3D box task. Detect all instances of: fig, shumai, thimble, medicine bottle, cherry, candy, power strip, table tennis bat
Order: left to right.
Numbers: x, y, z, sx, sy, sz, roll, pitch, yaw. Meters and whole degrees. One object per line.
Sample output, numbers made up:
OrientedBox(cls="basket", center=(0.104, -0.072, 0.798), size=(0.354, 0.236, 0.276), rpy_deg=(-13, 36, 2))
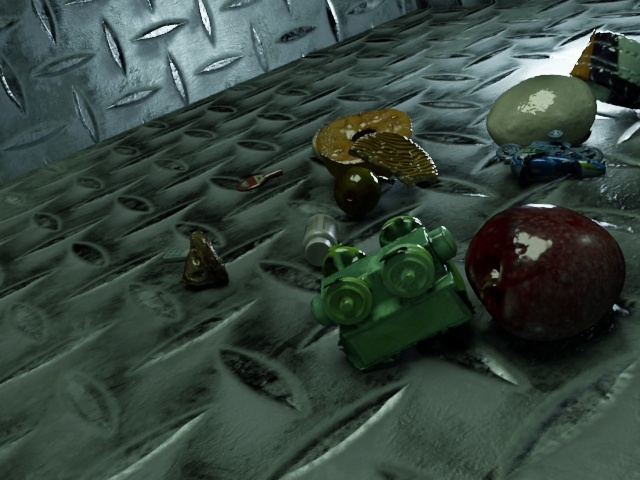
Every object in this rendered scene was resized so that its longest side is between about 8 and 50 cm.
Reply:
OrientedBox(cls="power strip", center=(-0.370, 0.039, 1.861), size=(0.090, 0.016, 0.040), rpy_deg=(-5, 26, 24))
OrientedBox(cls="shumai", center=(-0.276, 0.052, 1.663), size=(0.139, 0.123, 0.105), rpy_deg=(16, 49, 29))
OrientedBox(cls="table tennis bat", center=(-0.191, -0.190, 2.237), size=(0.154, 0.019, 0.098), rpy_deg=(-22, 25, -5))
OrientedBox(cls="medicine bottle", center=(0.000, 0.000, 1.633), size=(0.079, 0.079, 0.140), rpy_deg=(-13, 24, 9))
OrientedBox(cls="fig", center=(0.126, -0.143, 1.830), size=(0.124, 0.124, 0.236), rpy_deg=(2, 19, 35))
OrientedBox(cls="candy", center=(0.575, -0.338, 1.858), size=(0.295, 0.185, 0.296), rpy_deg=(-11, 30, 7))
OrientedBox(cls="cherry", center=(0.370, 0.048, 1.157), size=(0.300, 0.203, 0.230), rpy_deg=(-3, 26, -23))
OrientedBox(cls="thimble", center=(0.791, -0.446, 1.894), size=(0.237, 0.150, 0.237), rpy_deg=(26, 9, -5))

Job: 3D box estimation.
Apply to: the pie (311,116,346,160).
OrientedBox(cls="pie", center=(0.120, -0.323, 2.250), size=(0.337, 0.075, 0.338), rpy_deg=(-13, 30, 8))

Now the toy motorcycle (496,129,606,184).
OrientedBox(cls="toy motorcycle", center=(0.539, -0.188, 1.680), size=(0.254, 0.092, 0.136), rpy_deg=(4, 40, 21))

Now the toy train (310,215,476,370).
OrientedBox(cls="toy train", center=(0.119, 0.085, 1.207), size=(0.271, 0.188, 0.159), rpy_deg=(-29, 21, 15))

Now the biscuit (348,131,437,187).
OrientedBox(cls="biscuit", center=(0.187, -0.212, 1.843), size=(0.228, 0.031, 0.176), rpy_deg=(-1, 56, -19))

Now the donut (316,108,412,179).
OrientedBox(cls="donut", center=(0.129, -0.265, 2.014), size=(0.277, 0.109, 0.278), rpy_deg=(-8, 43, 8))
